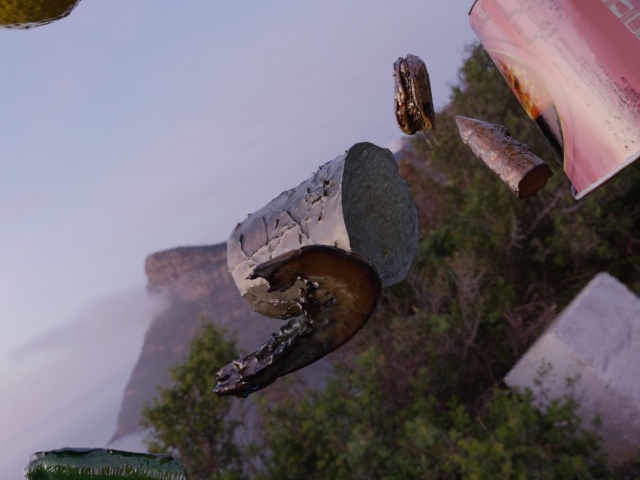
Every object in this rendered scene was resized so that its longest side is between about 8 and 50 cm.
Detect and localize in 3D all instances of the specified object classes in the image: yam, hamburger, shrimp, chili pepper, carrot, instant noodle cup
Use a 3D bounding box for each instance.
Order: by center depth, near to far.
[{"bbox_3d":[0.309,-0.213,0.829,0.244,0.255,0.244,-37,-8,-6],"label":"instant noodle cup"},{"bbox_3d":[-0.246,0.291,0.889,0.108,0.216,0.062,117,165,-56],"label":"chili pepper"},{"bbox_3d":[-0.053,0.110,0.995,0.290,0.054,0.222,-37,-42,5],"label":"shrimp"},{"bbox_3d":[0.000,0.000,1.288,0.348,0.241,0.241,-26,5,43],"label":"yam"},{"bbox_3d":[0.384,-0.200,1.612,0.102,0.263,0.102,-27,-36,-22],"label":"carrot"},{"bbox_3d":[0.258,-0.404,2.034,0.106,0.231,0.231,-7,8,18],"label":"hamburger"}]

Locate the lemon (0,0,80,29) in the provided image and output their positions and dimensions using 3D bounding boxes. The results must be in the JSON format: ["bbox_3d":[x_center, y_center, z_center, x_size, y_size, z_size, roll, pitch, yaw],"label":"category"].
[{"bbox_3d":[-0.403,-0.401,0.908,0.268,0.268,0.322,-33,-34,-11],"label":"lemon"}]
